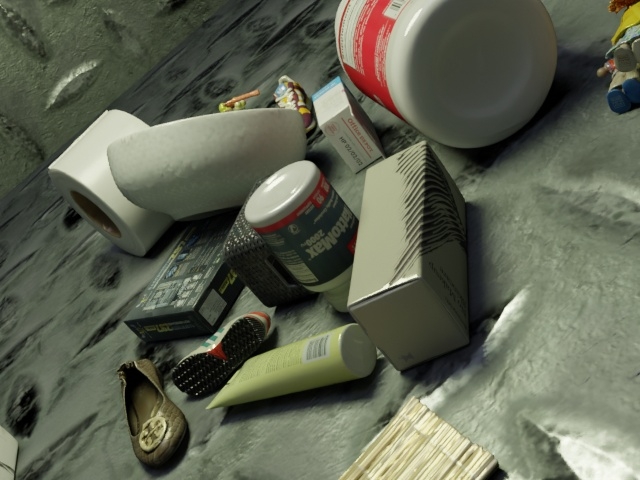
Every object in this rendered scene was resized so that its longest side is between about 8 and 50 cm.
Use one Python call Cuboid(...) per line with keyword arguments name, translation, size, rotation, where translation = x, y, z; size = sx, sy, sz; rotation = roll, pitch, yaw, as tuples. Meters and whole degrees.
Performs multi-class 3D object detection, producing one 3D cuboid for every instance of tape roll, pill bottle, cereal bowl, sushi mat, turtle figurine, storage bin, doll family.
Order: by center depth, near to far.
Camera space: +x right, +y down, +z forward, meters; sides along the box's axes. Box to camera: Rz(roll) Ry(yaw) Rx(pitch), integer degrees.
Cuboid(name="sushi mat", translation=(0.016, 0.284, 0.776), size=(0.316, 0.019, 0.151), rotation=(-45, 27, -11))
Cuboid(name="doll family", translation=(0.430, -0.271, 0.998), size=(0.263, 0.118, 0.163), rotation=(-16, 34, 40))
Cuboid(name="pill bottle", translation=(0.000, 0.000, 1.063), size=(0.108, 0.180, 0.108), rotation=(-31, 28, 18))
Cuboid(name="storage bin", translation=(-0.048, -0.010, 1.209), size=(0.084, 0.122, 0.180), rotation=(-21, 31, 33))
Cuboid(name="pill bottle", translation=(0.156, -0.293, 1.272), size=(0.229, 0.229, 0.407), rotation=(-39, 25, 2))
Cuboid(name="cereal bowl", translation=(-0.181, -0.115, 1.441), size=(0.339, 0.141, 0.339), rotation=(-11, -2, 0))
Cuboid(name="tape roll", translation=(-0.380, -0.109, 1.669), size=(0.169, 0.246, 0.246), rotation=(-51, 28, -20))
Cuboid(name="turtle figurine", translation=(-0.215, -0.234, 1.830), size=(0.269, 0.087, 0.217), rotation=(-43, 17, 14))

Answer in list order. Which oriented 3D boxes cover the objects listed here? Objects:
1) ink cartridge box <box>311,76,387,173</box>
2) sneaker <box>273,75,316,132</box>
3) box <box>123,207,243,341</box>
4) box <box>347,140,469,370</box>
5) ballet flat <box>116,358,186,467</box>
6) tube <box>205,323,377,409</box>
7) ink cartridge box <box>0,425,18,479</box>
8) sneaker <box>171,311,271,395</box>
Cuboid(name="ink cartridge box", translation=(0.045, -0.182, 1.381), size=(0.061, 0.104, 0.181), rotation=(-34, 26, 12))
Cuboid(name="sneaker", translation=(-0.059, -0.259, 1.665), size=(0.069, 0.084, 0.185), rotation=(-33, 26, 13))
Cuboid(name="box", translation=(-0.189, 0.052, 1.369), size=(0.183, 0.059, 0.232), rotation=(-12, 37, 42))
Cuboid(name="box", translation=(0.106, 0.009, 0.991), size=(0.094, 0.113, 0.275), rotation=(-26, 30, 24))
Cuboid(name="ballet flat", translation=(-0.238, 0.222, 1.162), size=(0.084, 0.058, 0.250), rotation=(-41, 26, -2))
Cuboid(name="tube", translation=(-0.038, 0.153, 1.020), size=(0.240, 0.070, 0.062), rotation=(-21, 68, 41))
Cuboid(name="ink cartridge box", translation=(-0.544, 0.381, 1.273), size=(0.160, 0.092, 0.219), rotation=(-38, 26, 3))
Cuboid(name="sneaker", translation=(-0.128, 0.150, 1.156), size=(0.161, 0.057, 0.075), rotation=(-39, -1, 19))
